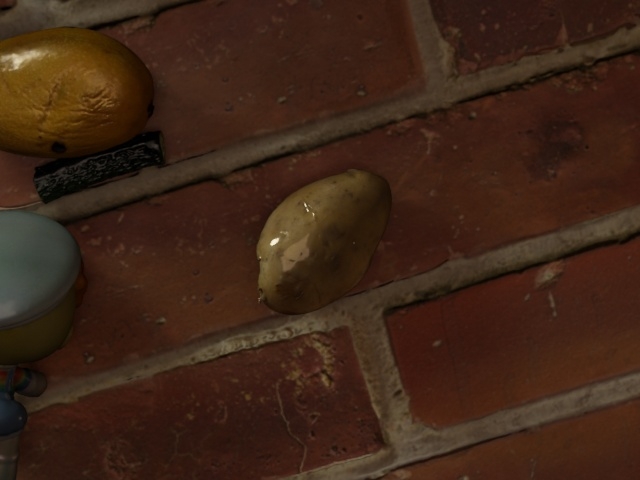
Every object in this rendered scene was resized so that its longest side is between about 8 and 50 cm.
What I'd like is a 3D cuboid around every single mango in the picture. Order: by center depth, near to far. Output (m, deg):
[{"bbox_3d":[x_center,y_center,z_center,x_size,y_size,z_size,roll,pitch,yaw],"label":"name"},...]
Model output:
[{"bbox_3d":[-0.370,-0.200,1.784,0.294,0.120,0.177,3,100,1],"label":"mango"}]

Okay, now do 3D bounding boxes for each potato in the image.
[{"bbox_3d":[-0.003,-0.003,1.851,0.161,0.128,0.235,26,89,-24],"label":"potato"}]

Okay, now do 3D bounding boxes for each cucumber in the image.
[{"bbox_3d":[-0.304,-0.106,1.833,0.187,0.058,0.058,-19,99,-3],"label":"cucumber"}]

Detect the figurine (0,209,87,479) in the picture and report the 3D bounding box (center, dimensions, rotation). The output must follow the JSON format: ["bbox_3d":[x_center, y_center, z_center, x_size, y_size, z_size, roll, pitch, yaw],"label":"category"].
[{"bbox_3d":[-0.418,0.154,1.786,0.224,0.205,0.382,-6,101,-11],"label":"figurine"}]
